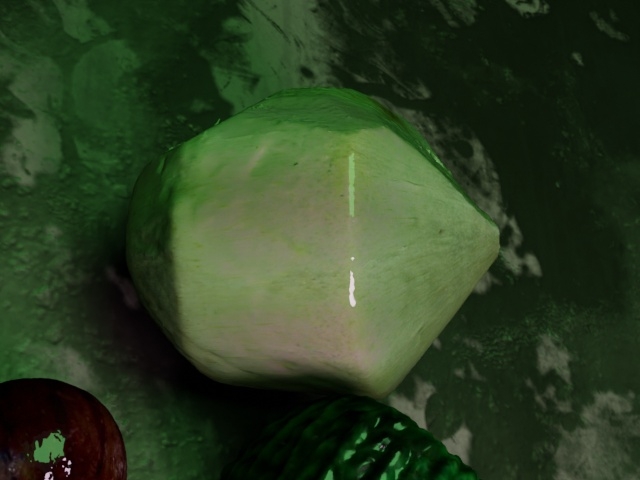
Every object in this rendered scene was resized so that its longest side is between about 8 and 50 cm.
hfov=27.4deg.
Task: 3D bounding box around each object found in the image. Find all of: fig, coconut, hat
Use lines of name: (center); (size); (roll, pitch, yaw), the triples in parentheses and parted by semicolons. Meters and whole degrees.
fig: (-0.217, 0.186, 1.006); (0.148, 0.202, 0.149); (-27, 121, -12)
coconut: (0.000, 0.000, 1.185); (0.329, 0.328, 0.281); (11, 76, -30)
hat: (-0.011, 0.296, 1.072); (0.242, 0.274, 0.332); (36, 75, 4)
